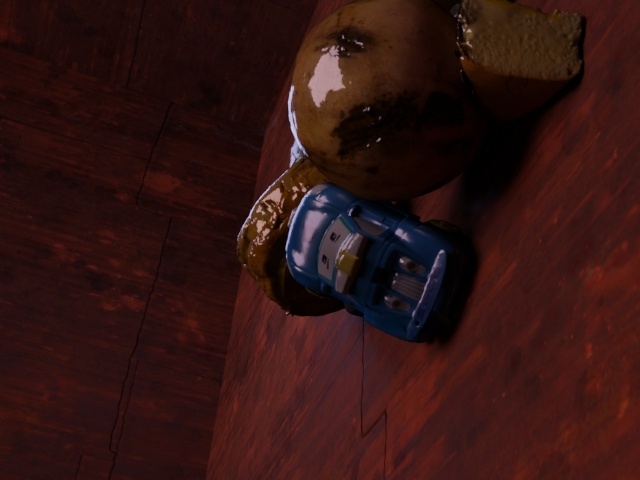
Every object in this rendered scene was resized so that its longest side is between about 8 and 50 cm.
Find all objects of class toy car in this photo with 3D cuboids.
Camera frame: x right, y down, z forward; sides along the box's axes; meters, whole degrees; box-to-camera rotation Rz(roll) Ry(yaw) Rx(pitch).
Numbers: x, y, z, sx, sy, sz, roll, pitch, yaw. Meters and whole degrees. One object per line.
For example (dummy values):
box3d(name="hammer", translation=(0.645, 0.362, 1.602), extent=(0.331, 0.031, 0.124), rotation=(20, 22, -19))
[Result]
box3d(name="toy car", translation=(0.067, 0.028, 1.272), extent=(0.166, 0.314, 0.198), rotation=(-3, -62, -62))

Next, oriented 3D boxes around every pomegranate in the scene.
box3d(name="pomegranate", translation=(0.103, -0.208, 1.216), extent=(0.322, 0.322, 0.322), rotation=(-163, 90, -78))

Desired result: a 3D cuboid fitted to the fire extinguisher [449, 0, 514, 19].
box3d(name="fire extinguisher", translation=(0.209, -0.262, 1.398), extent=(0.147, 0.106, 0.337), rotation=(37, 102, 50))

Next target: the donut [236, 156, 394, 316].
box3d(name="donut", translation=(0.000, 0.000, 1.601), extent=(0.330, 0.330, 0.160), rotation=(-67, 28, 26))

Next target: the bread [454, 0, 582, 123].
box3d(name="bread", translation=(0.237, -0.247, 1.121), extent=(0.169, 0.160, 0.140), rotation=(134, 150, -65))

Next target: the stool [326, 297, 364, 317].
box3d(name="stool", translation=(0.087, 0.049, 1.461), extent=(0.228, 0.139, 0.153), rotation=(125, 158, -62))

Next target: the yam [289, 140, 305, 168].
box3d(name="yam", translation=(0.033, -0.101, 1.814), extent=(0.271, 0.202, 0.201), rotation=(-93, 1, -54))

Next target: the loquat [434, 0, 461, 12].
box3d(name="loquat", translation=(0.172, -0.490, 1.486), extent=(0.275, 0.275, 0.274), rotation=(-163, 90, -78))
